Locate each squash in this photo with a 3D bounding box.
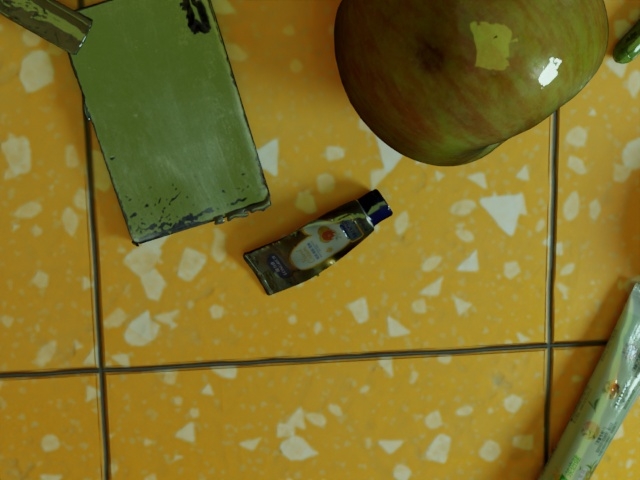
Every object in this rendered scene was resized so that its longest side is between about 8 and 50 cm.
[{"bbox_3d":[0.344,-0.221,1.507,0.027,0.027,0.083,41,95,-14],"label":"squash"}]

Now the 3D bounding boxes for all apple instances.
[{"bbox_3d":[0.136,-0.208,1.373,0.264,0.264,0.264,-2,104,-7],"label":"apple"}]

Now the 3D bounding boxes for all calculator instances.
[{"bbox_3d":[-0.160,-0.135,1.466,0.161,0.021,0.262,-16,105,-3],"label":"calculator"}]

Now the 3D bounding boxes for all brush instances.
[{"bbox_3d":[-0.342,-0.264,1.401,0.248,0.036,0.043,29,100,-13],"label":"brush"}]

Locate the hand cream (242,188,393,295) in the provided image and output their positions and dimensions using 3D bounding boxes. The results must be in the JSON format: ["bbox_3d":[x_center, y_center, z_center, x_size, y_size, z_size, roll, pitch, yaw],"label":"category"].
[{"bbox_3d":[0.000,0.000,1.512,0.163,0.039,0.062,-31,121,3],"label":"hand cream"}]

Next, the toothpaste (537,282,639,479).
[{"bbox_3d":[0.312,0.201,1.595,0.056,0.058,0.314,31,96,31],"label":"toothpaste"}]
